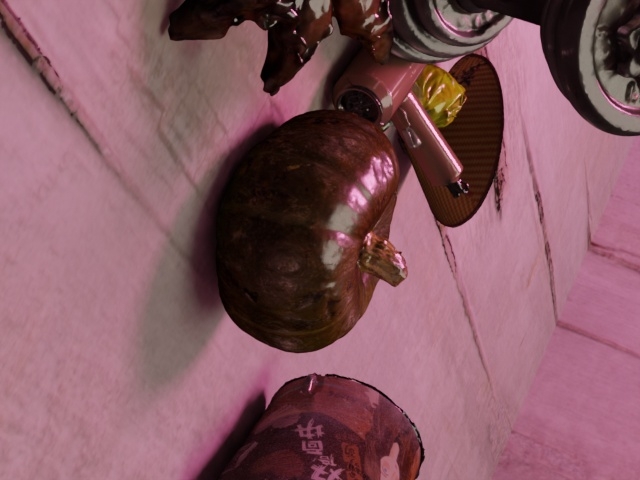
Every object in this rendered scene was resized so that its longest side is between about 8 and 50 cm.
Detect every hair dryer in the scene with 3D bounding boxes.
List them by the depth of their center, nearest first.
[{"bbox_3d":[0.089,-0.110,1.869,0.181,0.064,0.117,55,41,-20],"label":"hair dryer"}]

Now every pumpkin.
[{"bbox_3d":[0.000,0.000,1.693,0.219,0.162,0.219,20,90,-79],"label":"pumpkin"}]

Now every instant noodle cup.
[{"bbox_3d":[-0.008,0.259,1.924,0.207,0.217,0.217,-60,163,-49],"label":"instant noodle cup"}]

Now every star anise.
[{"bbox_3d":[0.012,-0.217,1.409,0.272,0.102,0.272,-17,125,-26],"label":"star anise"}]

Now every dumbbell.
[{"bbox_3d":[0.186,-0.210,1.695,0.179,0.406,0.179,-13,114,-31],"label":"dumbbell"}]

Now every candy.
[{"bbox_3d":[0.067,-0.129,1.942,0.077,0.073,0.262,-46,168,27],"label":"candy"}]

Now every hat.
[{"bbox_3d":[0.122,-0.114,2.112,0.193,0.082,0.193,-171,-90,-70],"label":"hat"}]
